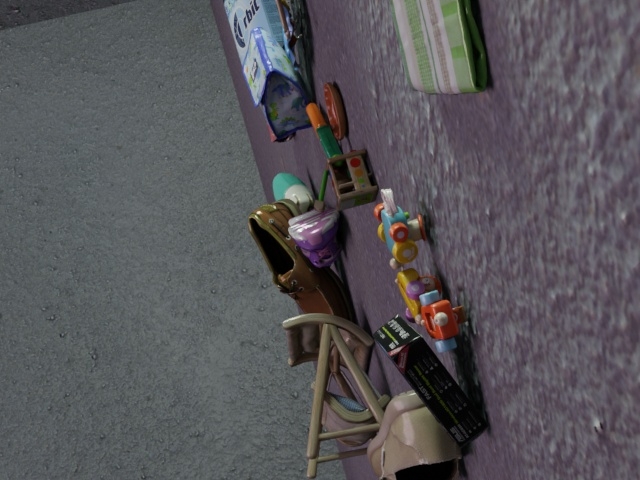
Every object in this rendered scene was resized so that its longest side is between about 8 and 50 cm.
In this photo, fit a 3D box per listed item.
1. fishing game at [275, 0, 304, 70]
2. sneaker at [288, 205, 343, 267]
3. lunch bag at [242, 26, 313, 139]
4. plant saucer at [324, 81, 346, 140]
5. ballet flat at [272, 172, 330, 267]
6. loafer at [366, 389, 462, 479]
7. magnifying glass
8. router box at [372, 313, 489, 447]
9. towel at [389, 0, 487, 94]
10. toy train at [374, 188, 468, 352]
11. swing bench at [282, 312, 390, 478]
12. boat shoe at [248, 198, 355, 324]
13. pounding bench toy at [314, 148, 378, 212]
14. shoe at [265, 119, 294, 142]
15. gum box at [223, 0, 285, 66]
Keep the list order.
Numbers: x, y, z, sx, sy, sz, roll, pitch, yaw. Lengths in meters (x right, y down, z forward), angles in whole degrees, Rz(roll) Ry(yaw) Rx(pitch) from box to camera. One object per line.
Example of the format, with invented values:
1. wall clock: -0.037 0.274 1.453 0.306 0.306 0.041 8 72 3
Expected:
1. fishing game: -0.051 -0.363 1.281 0.264 0.041 0.189 -74 -29 -86
2. sneaker: 0.000 0.000 1.456 0.236 0.095 0.104 -112 3 -84
3. lunch bag: -0.077 -0.272 1.377 0.151 0.096 0.129 69 180 -51
4. plant saucer: 0.022 -0.185 1.150 0.083 0.013 0.083 166 90 -84
5. ballet flat: -0.030 -0.045 1.670 0.087 0.083 0.247 125 128 -64
6. loafer: 0.114 0.270 0.978 0.268 0.102 0.092 86 174 -55
7. magnifying glass: 0.010 -0.156 1.240 0.231 0.026 0.092 -113 -1 -57
8. router box: 0.110 0.141 0.820 0.122 0.038 0.092 53 178 -11
9. towel: 0.087 -0.168 0.611 0.152 0.023 0.113 -136 29 -74
10. toy train: 0.103 0.027 0.798 0.125 0.046 0.166 114 138 -78
11. swing bench: 0.032 0.284 1.489 0.253 0.165 0.254 89 171 -66
12. boat shoe: -0.047 0.070 1.575 0.111 0.104 0.307 -36 83 41
13. pounding bench toy: 0.024 -0.078 1.053 0.052 0.083 0.065 97 156 -74
14. shoe: -0.089 -0.264 1.745 0.178 0.063 0.081 89 165 -86
15. gum box: -0.124 -0.420 1.526 0.157 0.041 0.184 -36 67 61
